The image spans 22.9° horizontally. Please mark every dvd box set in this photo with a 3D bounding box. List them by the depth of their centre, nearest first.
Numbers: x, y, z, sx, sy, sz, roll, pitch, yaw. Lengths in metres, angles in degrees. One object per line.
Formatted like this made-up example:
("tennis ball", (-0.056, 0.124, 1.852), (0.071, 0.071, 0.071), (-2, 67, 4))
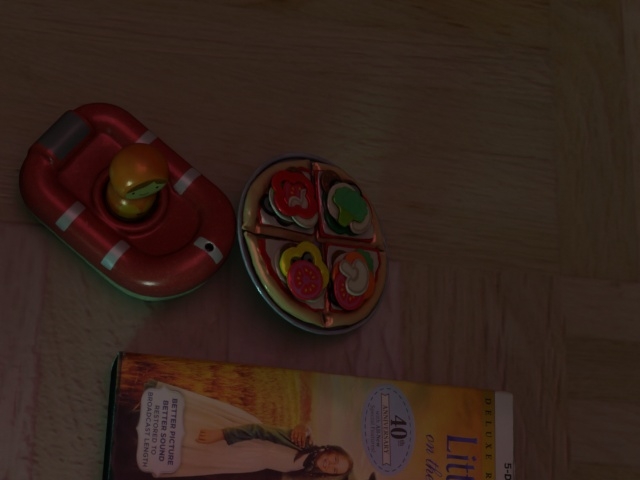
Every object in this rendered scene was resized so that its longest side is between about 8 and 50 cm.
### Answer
("dvd box set", (-0.011, 0.283, 1.578), (0.420, 0.062, 0.307), (8, 70, -12))

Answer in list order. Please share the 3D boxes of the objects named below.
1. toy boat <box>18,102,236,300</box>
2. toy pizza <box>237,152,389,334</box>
("toy boat", (-0.188, -0.050, 1.599), (0.231, 0.151, 0.151), (40, 66, 1))
("toy pizza", (0.000, 0.000, 1.659), (0.201, 0.032, 0.201), (16, 63, -35))
